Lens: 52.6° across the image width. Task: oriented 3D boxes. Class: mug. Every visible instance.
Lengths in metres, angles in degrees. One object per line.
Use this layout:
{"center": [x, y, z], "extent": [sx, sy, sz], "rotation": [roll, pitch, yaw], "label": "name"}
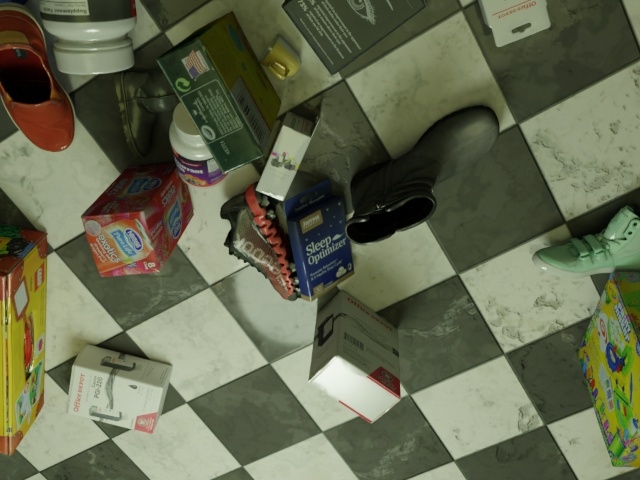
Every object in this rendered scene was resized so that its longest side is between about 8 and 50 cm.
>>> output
{"center": [-0.074, -0.333, 1.209], "extent": [0.064, 0.062, 0.078], "rotation": [33, 77, -23], "label": "mug"}

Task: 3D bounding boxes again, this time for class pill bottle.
{"center": [-0.225, -0.183, 1.214], "extent": [0.108, 0.108, 0.193], "rotation": [9, 159, -2], "label": "pill bottle"}
{"center": [-0.405, -0.442, 1.115], "extent": [0.161, 0.161, 0.283], "rotation": [1, 117, 2], "label": "pill bottle"}

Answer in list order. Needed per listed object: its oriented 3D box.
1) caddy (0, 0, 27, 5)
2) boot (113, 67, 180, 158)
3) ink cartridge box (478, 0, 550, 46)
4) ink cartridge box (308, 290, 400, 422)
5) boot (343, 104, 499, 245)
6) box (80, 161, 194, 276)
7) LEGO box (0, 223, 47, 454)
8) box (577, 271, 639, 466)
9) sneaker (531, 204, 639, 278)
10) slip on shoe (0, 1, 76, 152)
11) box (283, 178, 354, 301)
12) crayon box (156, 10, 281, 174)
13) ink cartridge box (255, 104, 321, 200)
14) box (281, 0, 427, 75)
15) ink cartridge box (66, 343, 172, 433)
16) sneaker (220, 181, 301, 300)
{"center": [-0.650, -0.459, 1.104], "extent": [0.341, 0.179, 0.241], "rotation": [-38, 110, 17], "label": "caddy"}
{"center": [-0.281, -0.258, 1.261], "extent": [0.209, 0.076, 0.189], "rotation": [-7, 119, -1], "label": "boot"}
{"center": [0.327, -0.446, 1.135], "extent": [0.104, 0.060, 0.180], "rotation": [-19, 114, 11], "label": "ink cartridge box"}
{"center": [0.077, 0.244, 1.398], "extent": [0.172, 0.237, 0.100], "rotation": [36, 116, -15], "label": "ink cartridge box"}
{"center": [0.202, -0.111, 1.219], "extent": [0.338, 0.222, 0.118], "rotation": [-33, 110, 18], "label": "boot"}
{"center": [-0.343, -0.049, 1.257], "extent": [0.123, 0.257, 0.128], "rotation": [-4, 116, 7], "label": "box"}
{"center": [-0.830, 0.202, 1.441], "extent": [0.373, 0.193, 0.500], "rotation": [12, 117, -3], "label": "LEGO box"}
{"center": [0.675, 0.261, 1.310], "extent": [0.177, 0.290, 0.279], "rotation": [0, 135, 2], "label": "box"}
{"center": [0.565, -0.007, 1.325], "extent": [0.256, 0.094, 0.151], "rotation": [-3, 123, -7], "label": "sneaker"}
{"center": [-0.527, -0.268, 1.182], "extent": [0.123, 0.101, 0.331], "rotation": [-8, 149, -13], "label": "slip on shoe"}
{"center": [0.000, 0.000, 1.343], "extent": [0.037, 0.136, 0.225], "rotation": [17, 127, 45], "label": "box"}
{"center": [-0.156, -0.264, 1.106], "extent": [0.081, 0.318, 0.202], "rotation": [-23, 113, 14], "label": "crayon box"}
{"center": [-0.061, -0.182, 1.262], "extent": [0.062, 0.104, 0.181], "rotation": [22, 115, -9], "label": "ink cartridge box"}
{"center": [0.059, -0.418, 1.135], "extent": [0.207, 0.108, 0.153], "rotation": [-32, 111, 17], "label": "box"}
{"center": [-0.486, 0.358, 1.562], "extent": [0.218, 0.092, 0.158], "rotation": [16, 116, -4], "label": "ink cartridge box"}
{"center": [-0.125, 0.016, 1.369], "extent": [0.135, 0.097, 0.276], "rotation": [-19, 112, 11], "label": "sneaker"}
